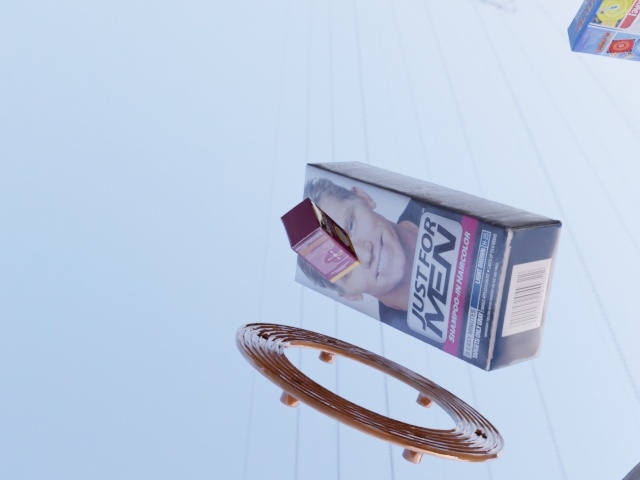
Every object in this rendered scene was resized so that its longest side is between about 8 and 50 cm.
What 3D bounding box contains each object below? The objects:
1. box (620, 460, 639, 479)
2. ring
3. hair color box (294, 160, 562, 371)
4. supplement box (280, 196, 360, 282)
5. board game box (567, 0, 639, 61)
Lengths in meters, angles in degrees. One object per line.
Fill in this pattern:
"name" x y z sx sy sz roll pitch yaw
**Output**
"box" 0.422 0.375 1.059 0.232 0.322 0.058 -39 -149 -14
"ring" 0.054 0.178 1.060 0.337 0.032 0.336 22 -174 -2
"hair color box" 0.119 0.018 1.144 0.105 0.173 0.347 -7 -161 -40
"supplement box" 0.000 0.000 1.017 0.083 0.043 0.055 41 -160 -42
"board game box" 0.338 -0.249 0.854 0.136 0.201 0.035 7 -124 -10
